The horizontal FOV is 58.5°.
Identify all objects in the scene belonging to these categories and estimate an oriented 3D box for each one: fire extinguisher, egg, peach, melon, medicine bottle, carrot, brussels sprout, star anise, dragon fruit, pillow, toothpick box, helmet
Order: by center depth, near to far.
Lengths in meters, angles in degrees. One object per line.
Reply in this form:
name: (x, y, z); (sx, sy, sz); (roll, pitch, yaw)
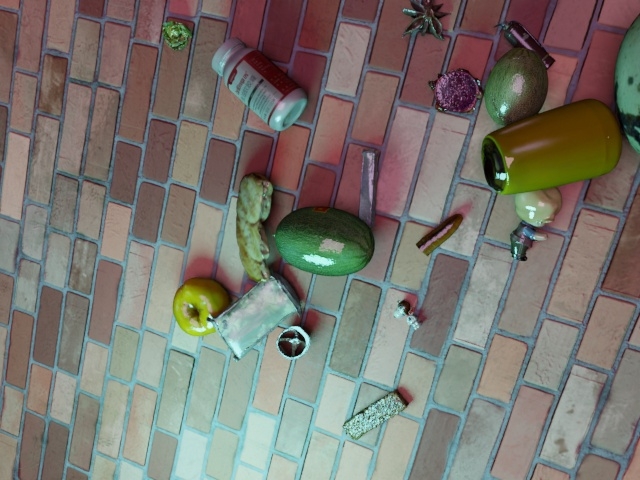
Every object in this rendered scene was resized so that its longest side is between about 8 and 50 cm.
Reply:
egg: (0.753, -0.314, 1.154); (0.287, 0.287, 0.379); (-5, 91, 18)
toothpick box: (0.498, -0.199, 1.270); (0.271, 0.175, 0.175); (-15, 94, -2)
melon: (0.450, -0.343, 1.319); (0.139, 0.139, 0.192); (12, 117, 15)
fire extinguisher: (0.481, -0.461, 1.341); (0.064, 0.043, 0.158); (-40, 86, -11)
star anise: (0.257, -0.556, 1.390); (0.124, 0.056, 0.129); (2, 96, -9)
dragon fruit: (0.329, -0.362, 1.395); (0.126, 0.068, 0.112); (-16, 105, 6)
carrot: (0.311, -0.017, 1.463); (0.139, 0.048, 0.048); (-41, 86, 17)
melon: (0.000, 0.000, 1.489); (0.287, 0.182, 0.182); (10, 102, 19)
medicine bottle: (-0.160, -0.410, 1.498); (0.250, 0.131, 0.131); (42, 108, 6)
brussels sprout: (-0.403, -0.570, 1.589); (0.085, 0.058, 0.085); (-5, 118, -10)
pillow: (-0.183, 0.205, 1.614); (0.255, 0.059, 0.169); (-38, 96, 1)
helmet: (-0.067, 0.282, 1.620); (0.111, 0.057, 0.089); (-41, 83, 24)
peach: (-0.351, 0.193, 1.670); (0.179, 0.103, 0.179); (3, 103, 12)

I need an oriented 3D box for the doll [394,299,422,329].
doll: (0.235, 0.198, 1.525); (0.085, 0.040, 0.058); (31, 119, 15)

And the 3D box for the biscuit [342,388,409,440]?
biscuit: (0.150, 0.489, 1.599); (0.199, 0.034, 0.064); (-39, 85, 18)

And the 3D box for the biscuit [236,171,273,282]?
biscuit: (-0.184, -0.038, 1.577); (0.154, 0.045, 0.299); (7, 96, 51)

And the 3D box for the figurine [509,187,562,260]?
figurine: (0.508, -0.046, 1.369); (0.108, 0.114, 0.196); (12, 110, 14)

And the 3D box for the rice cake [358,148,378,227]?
rice cake: (0.127, -0.135, 1.506); (0.043, 0.034, 0.211); (8, 102, 24)
